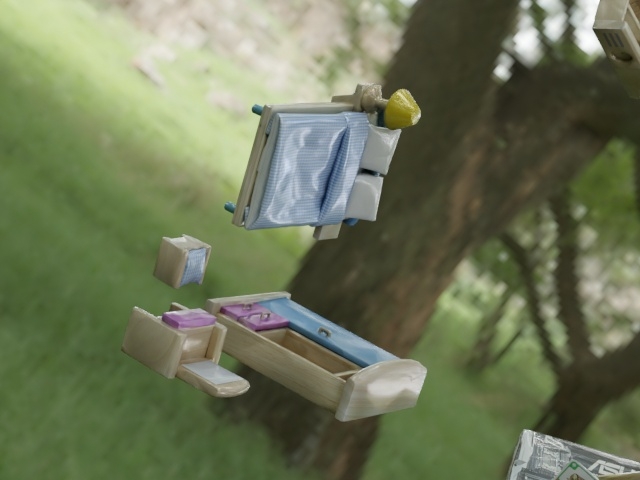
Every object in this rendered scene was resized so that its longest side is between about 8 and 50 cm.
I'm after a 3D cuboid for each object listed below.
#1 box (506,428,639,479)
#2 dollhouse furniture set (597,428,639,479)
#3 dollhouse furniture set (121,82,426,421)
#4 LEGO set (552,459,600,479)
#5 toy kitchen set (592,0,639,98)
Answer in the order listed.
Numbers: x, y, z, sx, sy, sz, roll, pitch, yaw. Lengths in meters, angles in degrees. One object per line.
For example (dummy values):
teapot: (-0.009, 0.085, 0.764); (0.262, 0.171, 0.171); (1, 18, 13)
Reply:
box: (0.337, 0.287, 1.923); (0.307, 0.077, 0.242); (15, -17, 15)
dollhouse furniture set: (0.335, 0.063, 1.681); (0.173, 0.356, 0.303); (1, -9, -22)
dollhouse furniture set: (0.000, 0.000, 1.961); (0.198, 0.303, 0.286); (26, 17, 31)
LEGO set: (0.251, 0.307, 1.600); (0.244, 0.182, 0.060); (39, 26, 7)
toy kitchen set: (0.191, -0.089, 1.039); (0.083, 0.068, 0.075); (5, -24, 29)
